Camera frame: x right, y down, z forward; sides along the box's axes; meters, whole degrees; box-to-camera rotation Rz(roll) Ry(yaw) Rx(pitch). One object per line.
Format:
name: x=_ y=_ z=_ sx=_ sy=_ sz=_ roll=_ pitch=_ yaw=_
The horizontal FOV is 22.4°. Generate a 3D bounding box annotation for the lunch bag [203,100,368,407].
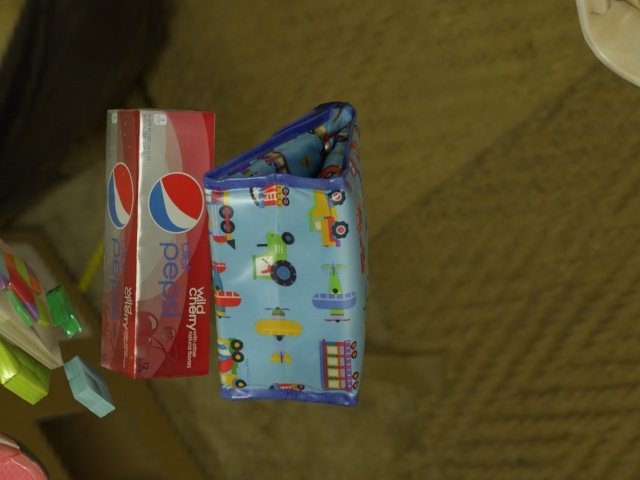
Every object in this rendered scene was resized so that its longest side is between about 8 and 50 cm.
lunch bag: x=0.000 y=0.000 z=1.577 sx=0.138 sy=0.293 sz=0.220 roll=2 pitch=109 yaw=15

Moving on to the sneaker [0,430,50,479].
sneaker: x=-0.442 y=0.269 z=1.736 sx=0.116 sy=0.314 sz=0.136 roll=-65 pitch=26 yaw=22

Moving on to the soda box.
soda box: x=-0.161 y=0.001 z=1.595 sx=0.092 sy=0.083 sz=0.263 roll=9 pitch=98 yaw=60

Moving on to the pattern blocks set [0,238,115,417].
pattern blocks set: x=-0.297 y=0.026 z=1.441 sx=0.026 sy=0.325 sz=0.285 roll=-34 pitch=58 yaw=7

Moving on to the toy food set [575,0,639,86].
toy food set: x=0.292 y=-0.301 z=1.280 sx=0.092 sy=0.220 sz=0.306 roll=26 pitch=147 yaw=38
